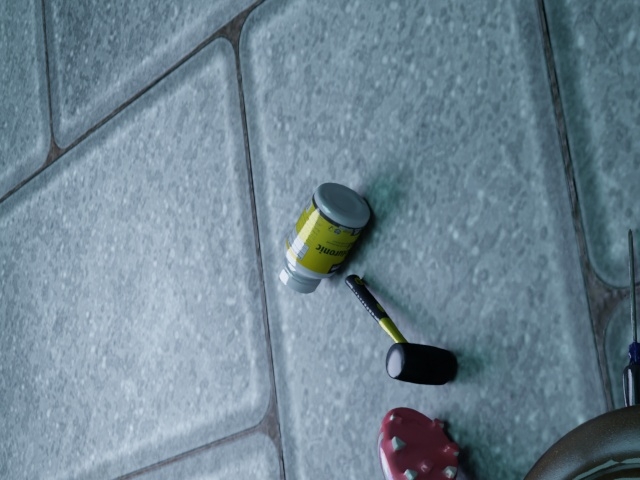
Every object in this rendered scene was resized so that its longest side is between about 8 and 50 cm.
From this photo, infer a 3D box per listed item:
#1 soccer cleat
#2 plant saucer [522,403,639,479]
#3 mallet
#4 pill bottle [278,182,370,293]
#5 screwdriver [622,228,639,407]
[{"bbox_3d":[0.095,0.259,1.389,0.248,0.083,0.095,-110,37,-50],"label":"soccer cleat"},{"bbox_3d":[0.261,0.279,1.124,0.310,0.050,0.311,-1,89,34],"label":"plant saucer"},{"bbox_3d":[0.061,0.085,1.501,0.189,0.062,0.039,45,120,47],"label":"mallet"},{"bbox_3d":[0.000,0.000,1.595,0.116,0.065,0.065,-58,43,33],"label":"pill bottle"},{"bbox_3d":[0.268,0.073,1.262,0.024,0.025,0.170,-18,62,52],"label":"screwdriver"}]
